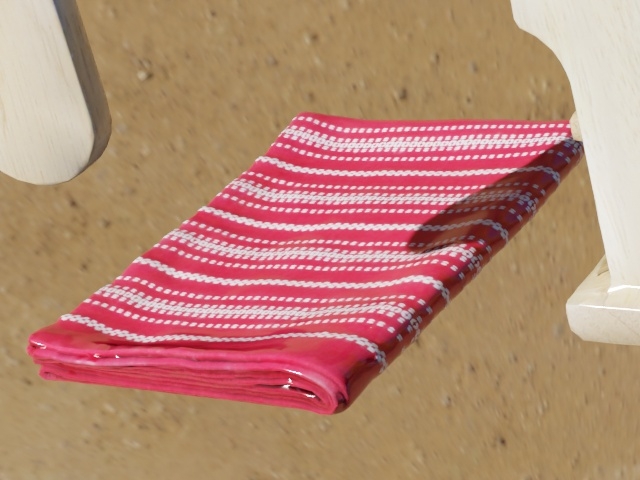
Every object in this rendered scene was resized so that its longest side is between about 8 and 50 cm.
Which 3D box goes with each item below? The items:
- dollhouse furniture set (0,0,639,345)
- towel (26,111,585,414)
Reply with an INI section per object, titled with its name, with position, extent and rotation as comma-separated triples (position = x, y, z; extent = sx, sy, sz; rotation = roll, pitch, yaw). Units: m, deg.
[dollhouse furniture set]
position = 0.003, -0.120, 0.774
extent = 0.394, 0.256, 0.362
rotation = 3, 31, 34
[towel]
position = 0.000, 0.000, 0.933
extent = 0.199, 0.031, 0.275
rotation = 4, 31, 35
